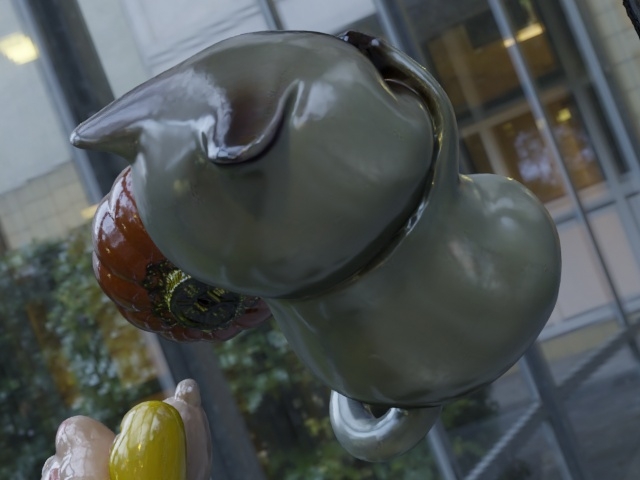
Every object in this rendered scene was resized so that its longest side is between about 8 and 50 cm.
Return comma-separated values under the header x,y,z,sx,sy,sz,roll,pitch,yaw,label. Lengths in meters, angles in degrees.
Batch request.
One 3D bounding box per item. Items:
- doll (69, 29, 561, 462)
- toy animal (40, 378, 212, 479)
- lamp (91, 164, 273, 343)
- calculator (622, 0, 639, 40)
x,y,z,sx,sy,sz,roll,pitch,yaw,label
0.023,-0.012,0.937,0.215,0.370,0.226,18,65,46,doll
-0.097,0.109,0.608,0.082,0.091,0.114,1,34,9,toy animal
-0.124,0.004,1.326,0.223,0.223,0.196,-21,36,6,lamp
0.268,-0.210,0.915,0.166,0.274,0.028,-44,26,-23,calculator
